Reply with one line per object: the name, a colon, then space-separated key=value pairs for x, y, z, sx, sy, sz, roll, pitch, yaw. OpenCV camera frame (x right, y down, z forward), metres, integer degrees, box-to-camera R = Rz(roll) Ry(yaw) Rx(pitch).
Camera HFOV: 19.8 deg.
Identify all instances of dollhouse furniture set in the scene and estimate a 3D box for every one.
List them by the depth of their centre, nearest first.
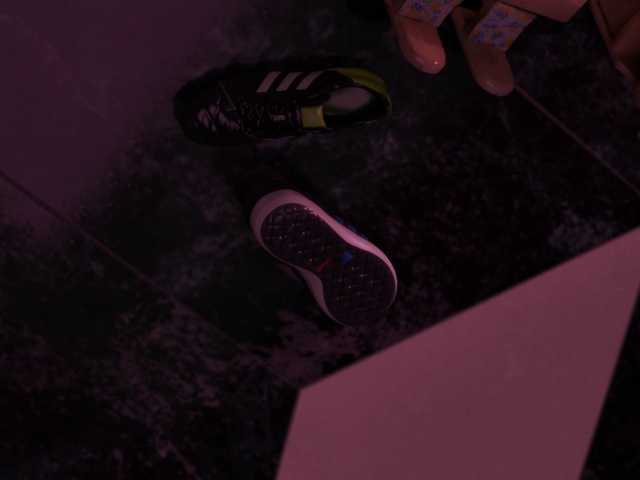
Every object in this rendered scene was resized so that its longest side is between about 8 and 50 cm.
dollhouse furniture set: x=0.210 y=-0.190 z=1.473 sx=0.242 sy=0.161 sz=0.212 roll=13 pitch=135 yaw=-32

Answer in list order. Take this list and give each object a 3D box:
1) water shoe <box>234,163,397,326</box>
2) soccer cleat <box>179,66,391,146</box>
water shoe: x=0.000 y=0.000 z=1.583 sx=0.073 sy=0.080 sz=0.203 roll=-38 pitch=138 yaw=5
soccer cleat: x=-0.028 y=-0.111 z=1.532 sx=0.179 sy=0.072 sz=0.060 roll=-10 pitch=111 yaw=-10
